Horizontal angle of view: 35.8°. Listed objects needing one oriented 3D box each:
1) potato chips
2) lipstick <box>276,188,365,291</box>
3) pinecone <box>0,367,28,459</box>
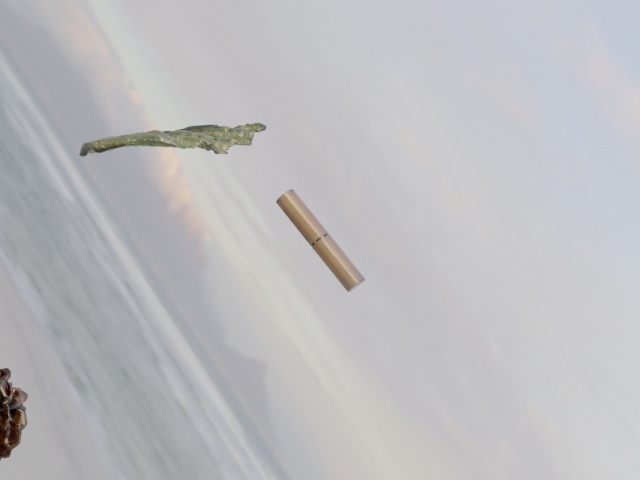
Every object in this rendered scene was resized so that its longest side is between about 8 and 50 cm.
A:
[{"bbox_3d":[-0.163,-0.102,1.032,0.092,0.208,0.028,-30,117,-63],"label":"potato chips"},{"bbox_3d":[0.000,0.000,0.786,0.094,0.019,0.019,51,-10,10],"label":"lipstick"},{"bbox_3d":[-0.418,0.202,1.158,0.140,0.140,0.121,51,10,33],"label":"pinecone"}]
